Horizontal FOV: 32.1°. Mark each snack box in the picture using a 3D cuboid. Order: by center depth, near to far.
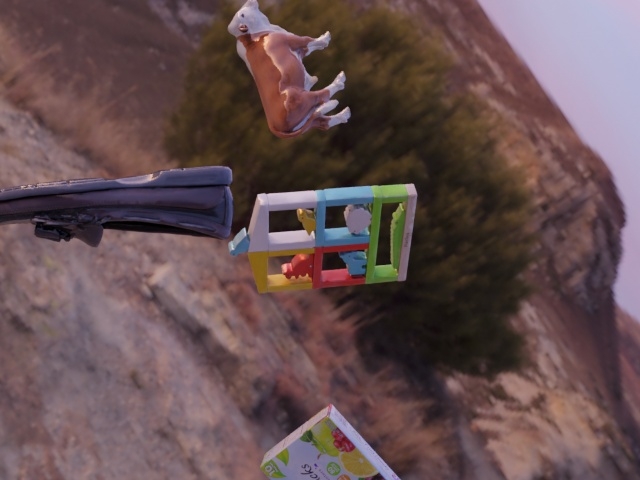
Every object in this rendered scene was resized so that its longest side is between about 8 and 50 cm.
[{"bbox_3d":[0.018,0.261,1.207,0.141,0.100,0.037,48,16,-9],"label":"snack box"}]

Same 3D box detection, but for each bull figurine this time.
[{"bbox_3d":[-0.063,-0.337,2.175,0.101,0.188,0.310,99,-24,-68],"label":"bull figurine"}]

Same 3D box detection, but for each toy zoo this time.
[{"bbox_3d":[0.000,0.000,1.772,0.030,0.293,0.192,-104,-168,-46],"label":"toy zoo"}]

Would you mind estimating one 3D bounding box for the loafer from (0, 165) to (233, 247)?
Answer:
[{"bbox_3d":[-0.252,-0.031,1.346,0.109,0.302,0.095,-173,-103,-79],"label":"loafer"}]
